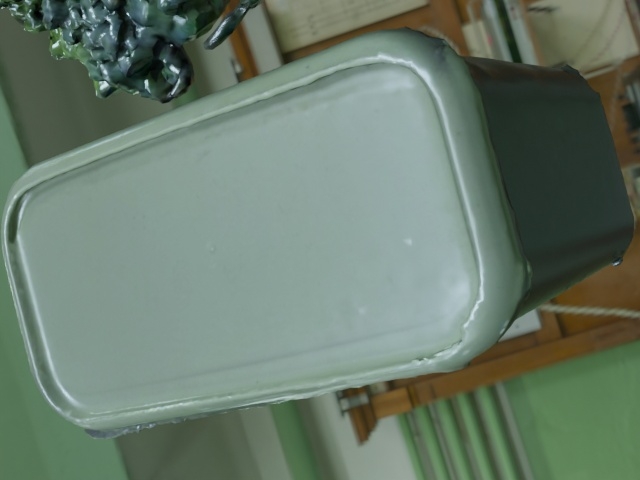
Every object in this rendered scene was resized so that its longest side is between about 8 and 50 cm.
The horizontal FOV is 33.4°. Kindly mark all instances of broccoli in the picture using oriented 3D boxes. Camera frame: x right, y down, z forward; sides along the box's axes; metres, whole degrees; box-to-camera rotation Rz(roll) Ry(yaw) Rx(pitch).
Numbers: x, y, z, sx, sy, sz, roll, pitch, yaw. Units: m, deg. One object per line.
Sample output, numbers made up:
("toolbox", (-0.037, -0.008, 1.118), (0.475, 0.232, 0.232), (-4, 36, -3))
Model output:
("broccoli", (-0.046, -0.196, 0.552), (0.177, 0.198, 0.275), (47, -141, 4))

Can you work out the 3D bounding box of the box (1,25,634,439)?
("box", (0.000, 0.000, 0.510), (0.178, 0.274, 0.138), (-12, -92, -53))
